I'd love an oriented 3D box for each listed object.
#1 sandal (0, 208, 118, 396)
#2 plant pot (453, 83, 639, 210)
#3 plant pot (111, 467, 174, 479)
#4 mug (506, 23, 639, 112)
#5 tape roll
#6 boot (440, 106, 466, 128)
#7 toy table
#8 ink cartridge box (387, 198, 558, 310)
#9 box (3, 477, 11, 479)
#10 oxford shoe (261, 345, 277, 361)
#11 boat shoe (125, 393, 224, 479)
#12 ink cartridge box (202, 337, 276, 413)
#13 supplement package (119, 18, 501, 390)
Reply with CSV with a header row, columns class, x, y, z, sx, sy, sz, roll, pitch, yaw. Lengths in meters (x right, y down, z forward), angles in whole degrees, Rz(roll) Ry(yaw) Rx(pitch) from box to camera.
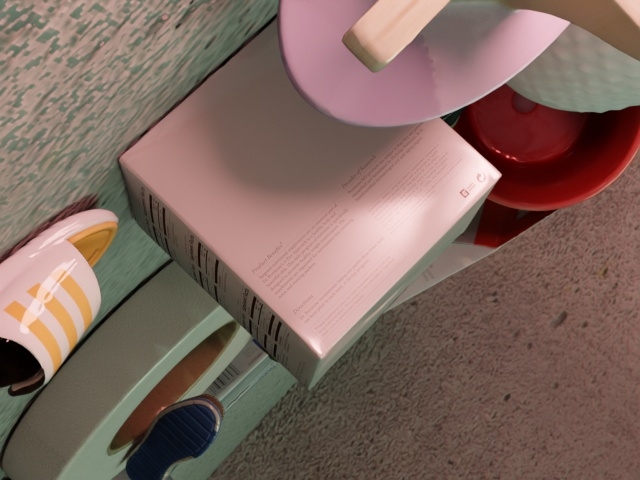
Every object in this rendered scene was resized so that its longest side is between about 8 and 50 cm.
class,x,y,z,sx,sy,sz,roll,pitch,yaw
sandal,-0.225,0.083,0.780,0.265,0.076,0.102,-42,170,-30
plant pot,0.291,-0.187,1.554,0.275,0.275,0.243,-48,-179,10
plant pot,-0.306,0.451,1.546,0.248,0.247,0.252,-48,155,6
mug,0.304,-0.291,1.018,0.374,0.276,0.328,-45,178,-25
tape roll,-0.183,0.141,1.268,0.392,0.072,0.392,-46,172,-8
boot,0.170,-0.226,1.280,0.236,0.085,0.178,-47,172,-48
toy table,0.098,-0.185,0.668,0.274,0.252,0.161,-58,-172,-2
ink cartridge box,0.201,-0.041,1.698,0.385,0.091,0.308,-32,-171,21
box,-0.333,0.300,1.285,0.052,0.062,0.083,-49,171,5
oxford shoe,-0.035,0.065,1.482,0.083,0.096,0.227,87,23,-44
boat shoe,-0.160,0.217,1.305,0.183,0.066,0.066,-41,-178,40
ink cartridge box,-0.141,0.231,1.960,0.223,0.045,0.224,-42,171,-29
supplement package,-0.011,-0.032,0.878,0.194,0.203,0.149,-44,171,-15
